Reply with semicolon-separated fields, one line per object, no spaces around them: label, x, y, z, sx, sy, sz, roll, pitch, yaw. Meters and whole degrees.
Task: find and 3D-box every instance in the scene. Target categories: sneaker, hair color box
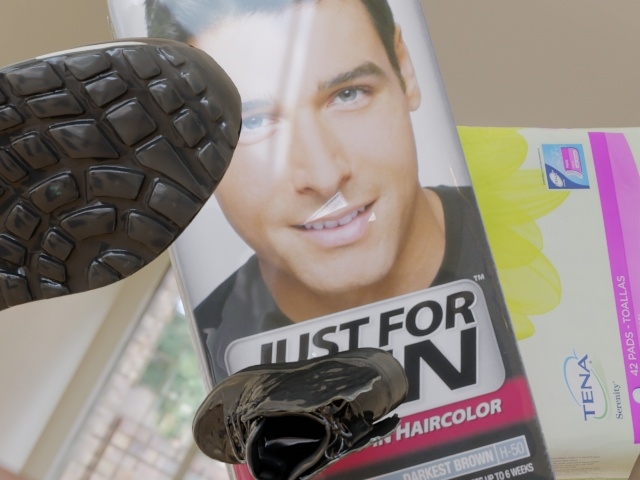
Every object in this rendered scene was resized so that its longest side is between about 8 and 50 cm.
sneaker;-0.155;-0.021;0.755;0.107;0.283;0.124;53;22;-18
sneaker;-0.020;0.094;0.836;0.170;0.089;0.051;-20;-82;36
hair color box;0.000;0.000;1.014;0.185;0.375;0.113;-15;-6;-6

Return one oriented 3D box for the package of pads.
package of pads;0.166;0.050;1.335;0.229;0.297;0.101;0;-23;-12

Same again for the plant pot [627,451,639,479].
plant pot;0.191;0.057;0.413;0.263;0.263;0.229;29;-42;-6
